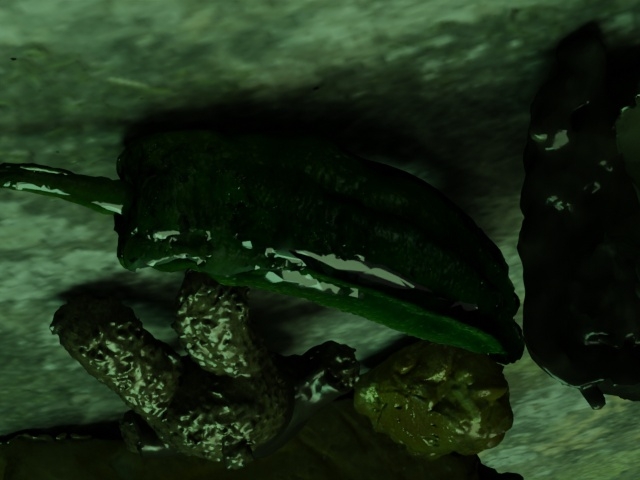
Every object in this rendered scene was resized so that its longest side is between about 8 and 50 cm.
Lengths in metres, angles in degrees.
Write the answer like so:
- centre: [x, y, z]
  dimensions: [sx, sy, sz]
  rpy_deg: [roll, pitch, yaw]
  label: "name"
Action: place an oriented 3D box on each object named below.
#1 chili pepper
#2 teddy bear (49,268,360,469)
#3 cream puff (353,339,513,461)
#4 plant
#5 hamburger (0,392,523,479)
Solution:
- centre: [0.000, 0.000, 0.600]
  dimensions: [0.279, 0.065, 0.122]
  rpy_deg: [19, 162, -40]
  label: "chili pepper"
- centre: [-0.044, 0.071, 0.715]
  dimensions: [0.119, 0.078, 0.160]
  rpy_deg: [-21, 153, 11]
  label: "teddy bear"
- centre: [0.062, 0.079, 0.815]
  dimensions: [0.058, 0.083, 0.083]
  rpy_deg: [-50, 163, -34]
  label: "cream puff"
- centre: [0.136, -0.003, 0.563]
  dimensions: [0.131, 0.142, 0.203]
  rpy_deg: [4, 160, 2]
  label: "plant"
- centre: [-0.038, 0.199, 0.844]
  dimensions: [0.309, 0.211, 0.132]
  rpy_deg: [-4, 150, -15]
  label: "hamburger"
